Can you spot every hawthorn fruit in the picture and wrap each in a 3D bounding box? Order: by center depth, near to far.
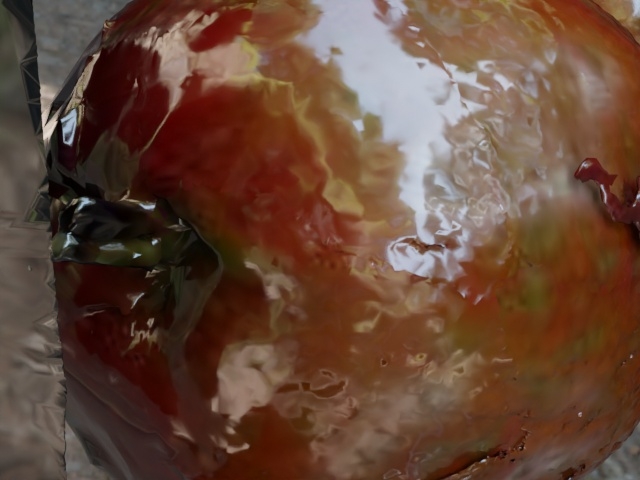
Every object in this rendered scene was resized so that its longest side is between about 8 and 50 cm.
[{"bbox_3d":[0.007,0.000,0.522,0.316,0.315,0.316,11,20,-4],"label":"hawthorn fruit"}]

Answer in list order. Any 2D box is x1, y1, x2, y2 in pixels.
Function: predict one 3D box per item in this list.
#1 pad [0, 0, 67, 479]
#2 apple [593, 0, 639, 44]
[{"bbox_3d":[-0.076,-0.022,0.353,0.323,0.249,0.055,0,24,-6],"label":"pad"},{"bbox_3d":[0.237,-0.215,1.003,0.230,0.229,0.230,11,20,-4],"label":"apple"}]
